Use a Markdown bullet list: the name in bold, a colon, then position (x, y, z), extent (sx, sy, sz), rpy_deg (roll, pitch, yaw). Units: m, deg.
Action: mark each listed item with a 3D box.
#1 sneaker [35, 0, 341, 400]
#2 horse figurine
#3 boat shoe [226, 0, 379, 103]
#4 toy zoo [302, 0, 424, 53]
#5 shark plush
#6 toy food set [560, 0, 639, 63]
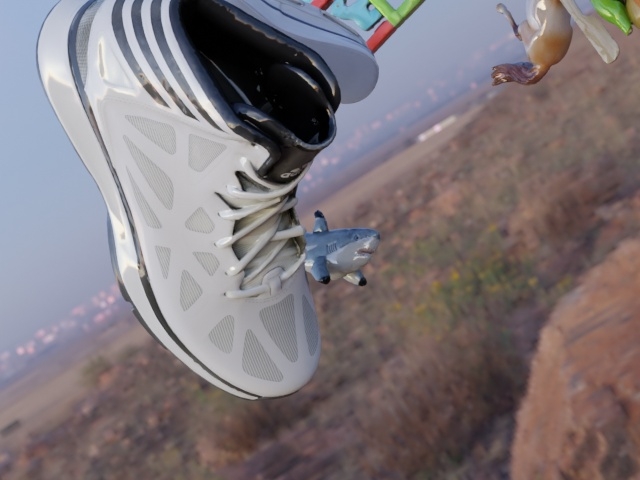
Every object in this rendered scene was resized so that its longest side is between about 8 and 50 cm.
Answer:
- **sneaker**: position (-0.072, -0.024, 1.271), extent (0.169, 0.447, 0.257), rpy_deg (-41, 28, -29)
- **horse figurine**: position (0.275, -0.301, 1.795), extent (0.066, 0.263, 0.174), rpy_deg (-6, 32, -15)
- **boat shoe**: position (-0.062, -0.218, 1.481), extent (0.095, 0.258, 0.084), rpy_deg (-54, 26, 28)
- **toy zoo**: position (-0.028, -0.265, 1.700), extent (0.293, 0.192, 0.030), rpy_deg (-45, -7, 11)
- **shark plush**: position (0.000, 0.000, 1.547), extent (0.073, 0.067, 0.161), rpy_deg (8, 11, -38)
- **toy food set**: position (0.363, -0.307, 1.627), extent (0.192, 0.132, 0.038), rpy_deg (-43, -17, 27)
